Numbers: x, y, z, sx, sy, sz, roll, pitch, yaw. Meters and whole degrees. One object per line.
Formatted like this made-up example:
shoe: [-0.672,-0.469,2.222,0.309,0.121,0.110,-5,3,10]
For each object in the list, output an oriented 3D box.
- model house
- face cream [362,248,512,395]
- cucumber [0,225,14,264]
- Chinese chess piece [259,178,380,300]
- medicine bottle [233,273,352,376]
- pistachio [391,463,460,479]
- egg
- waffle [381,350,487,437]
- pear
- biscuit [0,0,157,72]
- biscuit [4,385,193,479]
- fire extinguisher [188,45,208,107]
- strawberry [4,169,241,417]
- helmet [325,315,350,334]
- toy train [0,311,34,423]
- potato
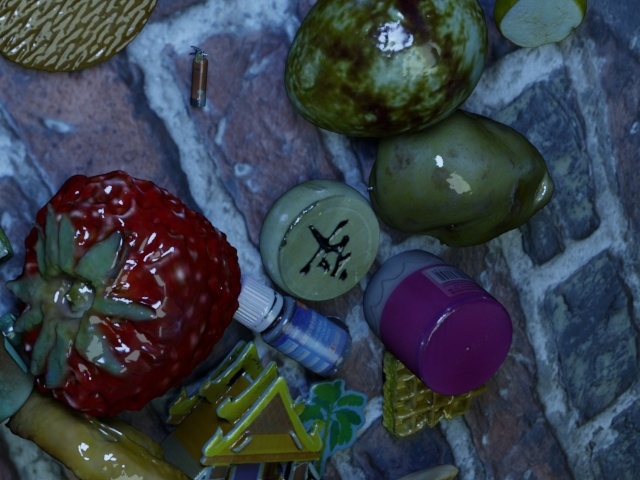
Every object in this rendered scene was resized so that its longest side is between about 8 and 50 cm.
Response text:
model house: [-0.056,0.326,1.910,0.357,0.242,0.313,5,109,-30]
face cream: [0.183,0.127,1.966,0.175,0.195,0.175,-12,119,-23]
cucumber: [-0.509,0.041,1.609,0.211,0.062,0.078,-31,92,-6]
Chinese chess piece: [0.000,0.000,1.865,0.188,0.083,0.188,-13,119,-25]
medicine bottle: [-0.052,0.128,1.877,0.203,0.083,0.083,32,96,-19]
pistachio: [0.146,0.523,2.140,0.321,0.229,0.238,-33,168,-18]
egg: [0.086,-0.258,1.686,0.289,0.238,0.238,-21,125,2]
waffle: [0.207,0.241,2.128,0.211,0.055,0.160,-13,119,-26]
pear: [0.327,-0.365,1.851,0.141,0.104,0.141,0,142,0]
biscuit: [-0.320,-0.335,1.532,0.262,0.037,0.262,-14,121,-24]
biscuit: [-0.294,0.296,1.716,0.296,0.296,0.102,43,77,-38]
fire extinguisher: [-0.168,-0.224,1.688,0.028,0.022,0.083,6,115,1]
strawberry: [-0.227,0.072,1.666,0.345,0.295,0.317,2,78,-49]
helmet: [0.010,0.164,1.975,0.065,0.049,0.084,33,76,5]
toy train: [-0.523,0.213,1.624,0.326,0.159,0.129,-35,129,-12]
potato: [0.221,-0.095,1.868,0.351,0.202,0.218,9,144,-39]
